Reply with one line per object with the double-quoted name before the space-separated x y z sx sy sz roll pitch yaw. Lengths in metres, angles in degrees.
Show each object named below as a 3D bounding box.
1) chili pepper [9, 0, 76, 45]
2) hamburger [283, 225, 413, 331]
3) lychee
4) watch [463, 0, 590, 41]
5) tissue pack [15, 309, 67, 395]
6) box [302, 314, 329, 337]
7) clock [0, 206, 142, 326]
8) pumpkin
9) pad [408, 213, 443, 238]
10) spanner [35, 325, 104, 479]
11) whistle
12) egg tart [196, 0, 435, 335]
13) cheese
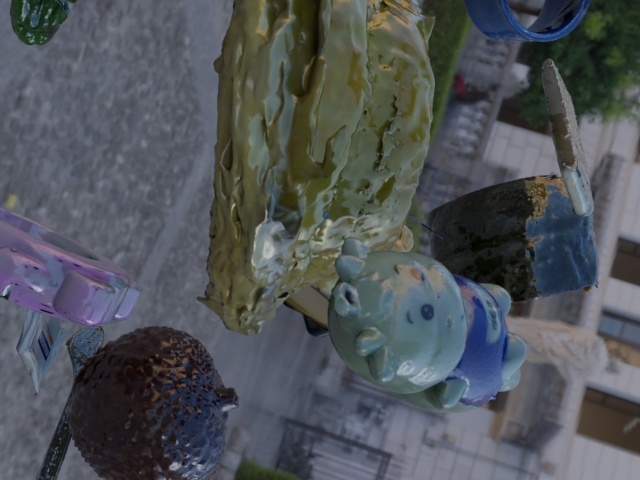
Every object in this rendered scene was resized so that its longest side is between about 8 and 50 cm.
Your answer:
"chili pepper" -0.474 -0.420 1.611 0.253 0.099 0.084 -28 -130 57
"hamburger" 0.000 0.000 1.099 0.149 0.237 0.237 -56 170 -12
"lychee" -0.245 0.253 1.380 0.260 0.260 0.261 18 90 -84
"watch" 0.302 -0.389 1.354 0.200 0.196 0.171 -61 -162 -1
"tissue pack" -0.437 0.152 1.469 0.193 0.026 0.123 98 2 -59
"box" 0.021 0.014 1.383 0.050 0.160 0.230 1 69 -53
"clock" -0.357 0.030 1.172 0.227 0.247 0.090 24 92 -87
"pumpkin" 0.356 0.015 1.736 0.256 0.303 0.226 145 -69 -70
"pad" 0.136 -0.048 1.565 0.003 0.112 0.157 -57 -158 6
"spanner" -0.416 0.287 1.556 0.026 0.093 0.326 -41 -150 57
"whistle" 0.082 0.066 0.651 0.244 0.092 0.110 26 42 -49
"egg tart" -0.005 -0.103 0.803 0.388 0.169 0.388 -173 -90 -85
"cheese" 0.353 -0.162 1.360 0.085 0.034 0.400 63 20 -24
